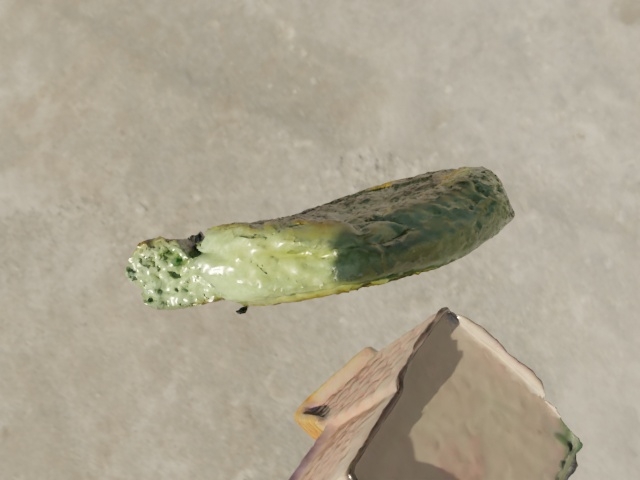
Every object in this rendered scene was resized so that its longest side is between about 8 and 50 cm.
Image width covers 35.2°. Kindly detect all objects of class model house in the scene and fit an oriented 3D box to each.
[{"bbox_3d":[0.078,0.235,0.968,0.237,0.202,0.237,-39,12,48],"label":"model house"}]

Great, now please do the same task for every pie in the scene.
[{"bbox_3d":[0.007,-0.002,0.789,0.303,0.302,0.066,-11,95,21],"label":"pie"}]
